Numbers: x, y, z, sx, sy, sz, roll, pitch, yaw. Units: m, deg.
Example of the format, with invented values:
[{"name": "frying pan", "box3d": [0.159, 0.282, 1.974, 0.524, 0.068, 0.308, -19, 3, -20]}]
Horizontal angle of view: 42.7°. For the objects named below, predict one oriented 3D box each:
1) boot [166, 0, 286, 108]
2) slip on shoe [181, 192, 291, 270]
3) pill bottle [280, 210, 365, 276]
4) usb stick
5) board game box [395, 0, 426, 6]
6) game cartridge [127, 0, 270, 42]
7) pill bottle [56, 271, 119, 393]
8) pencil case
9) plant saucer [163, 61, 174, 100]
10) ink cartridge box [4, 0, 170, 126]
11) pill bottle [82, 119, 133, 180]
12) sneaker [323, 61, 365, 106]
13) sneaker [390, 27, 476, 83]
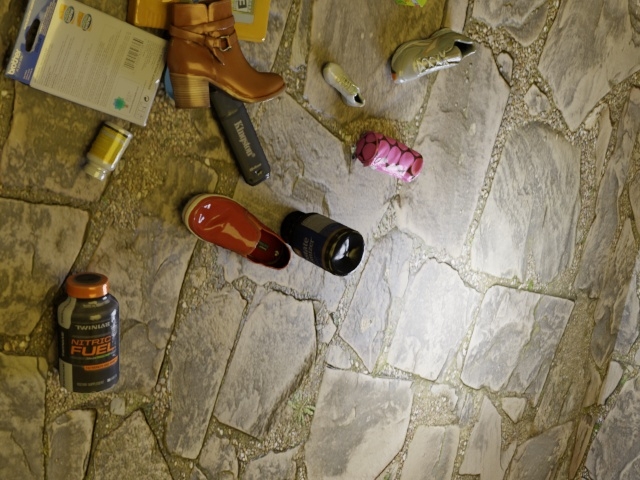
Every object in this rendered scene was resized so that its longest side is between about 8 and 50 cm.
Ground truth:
[{"name": "boot", "box3d": [-0.196, -0.403, 1.742, 0.284, 0.109, 0.220, -11, 111, -29]}, {"name": "slip on shoe", "box3d": [-0.191, -0.017, 1.962, 0.331, 0.101, 0.123, 33, 87, -42]}, {"name": "pill bottle", "box3d": [0.000, 0.000, 2.049, 0.123, 0.219, 0.122, -17, 118, -35]}, {"name": "usb stick", "box3d": [-0.188, -0.251, 1.902, 0.077, 0.045, 0.278, -39, 129, -23]}, {"name": "board game box", "box3d": [0.263, -0.680, 2.073, 0.043, 0.092, 0.181, 38, 82, -42]}, {"name": "game cartridge", "box3d": [-0.238, -0.575, 1.718, 0.324, 0.053, 0.285, -5, 111, -41]}, {"name": "pill bottle", "box3d": [-0.500, 0.195, 1.767, 0.130, 0.130, 0.245, -11, 114, -37]}, {"name": "pencil case", "box3d": [0.188, -0.220, 2.207, 0.209, 0.095, 0.098, 15, 63, -41]}, {"name": "plant saucer", "box3d": [-0.301, -0.358, 1.757, 0.119, 0.021, 0.119, -43, 144, -42]}, {"name": "ink cartridge box", "box3d": [-0.458, -0.360, 1.614, 0.311, 0.065, 0.185, 15, 97, -46]}, {"name": "pill bottle", "box3d": [-0.444, -0.184, 1.698, 0.065, 0.065, 0.116, 31, 86, -44]}, {"name": "sneaker", "box3d": [0.064, -0.390, 2.049, 0.053, 0.061, 0.152, -53, 131, -7]}, {"name": "sneaker", "box3d": [0.302, -0.489, 2.167, 0.262, 0.121, 0.099, -35, 126, -25]}]
